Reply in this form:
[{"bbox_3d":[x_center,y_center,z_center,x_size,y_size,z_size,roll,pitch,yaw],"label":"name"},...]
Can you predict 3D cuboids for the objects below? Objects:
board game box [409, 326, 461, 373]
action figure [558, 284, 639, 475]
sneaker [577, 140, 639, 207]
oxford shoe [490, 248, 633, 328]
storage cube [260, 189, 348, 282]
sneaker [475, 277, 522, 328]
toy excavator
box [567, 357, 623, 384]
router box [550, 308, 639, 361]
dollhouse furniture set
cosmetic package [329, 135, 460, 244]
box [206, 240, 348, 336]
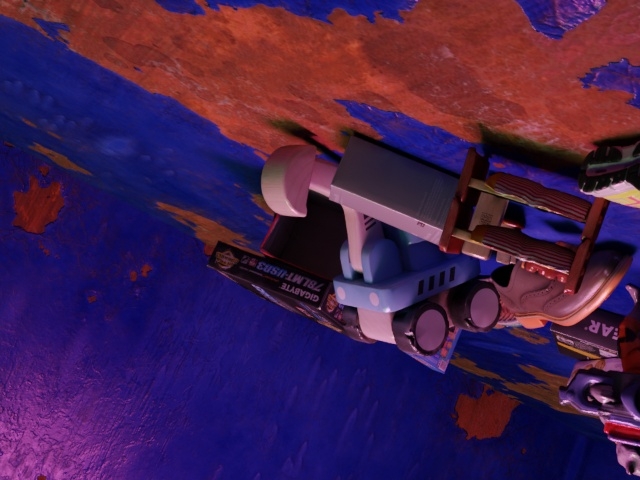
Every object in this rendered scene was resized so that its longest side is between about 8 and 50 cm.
[{"bbox_3d":[0.304,0.218,2.222,0.047,0.210,0.160,14,164,44],"label":"board game box"},{"bbox_3d":[0.610,0.258,1.473,0.341,0.330,0.178,15,164,39],"label":"action figure"},{"bbox_3d":[0.409,-0.077,1.030,0.094,0.081,0.208,21,177,-22],"label":"sneaker"},{"bbox_3d":[0.416,0.070,1.552,0.133,0.130,0.363,43,158,-2],"label":"oxford shoe"},{"bbox_3d":[0.000,0.000,1.906,0.215,0.184,0.193,22,169,9],"label":"storage cube"},{"bbox_3d":[0.416,0.148,1.976,0.121,0.108,0.302,22,174,-23],"label":"sneaker"},{"bbox_3d":[0.110,0.002,1.682,0.433,0.445,0.222,-18,-167,-32],"label":"toy excavator"},{"bbox_3d":[0.631,0.297,1.875,0.063,0.067,0.324,24,170,-1],"label":"box"},{"bbox_3d":[0.675,0.240,1.899,0.308,0.081,0.243,19,168,25],"label":"router box"},{"bbox_3d":[0.328,-0.025,1.334,0.201,0.152,0.374,19,-175,19],"label":"dollhouse furniture set"},{"bbox_3d":[0.138,-0.080,1.472,0.238,0.107,0.127,20,171,4],"label":"cosmetic package"},{"bbox_3d":[-0.063,0.114,1.929,0.293,0.073,0.295,19,169,25],"label":"box"}]
